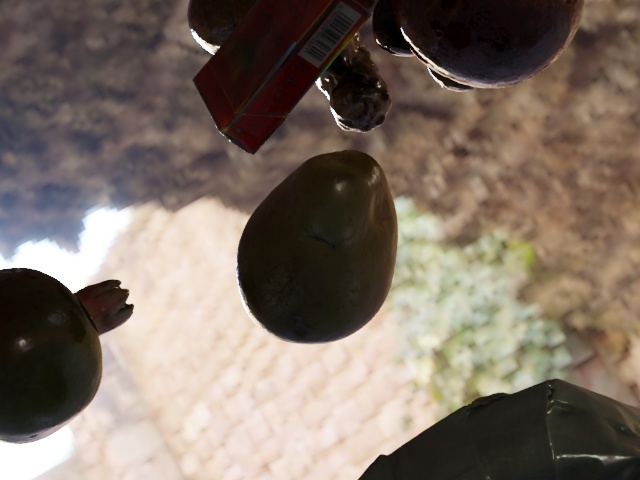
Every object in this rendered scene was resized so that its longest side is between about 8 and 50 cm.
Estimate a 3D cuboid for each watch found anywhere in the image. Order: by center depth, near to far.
[{"bbox_3d":[0.111,0.202,1.020,0.253,0.162,0.241,7,-68,-10],"label":"watch"}]

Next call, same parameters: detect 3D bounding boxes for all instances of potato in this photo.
[{"bbox_3d":[0.000,0.000,1.756,0.157,0.157,0.194,-18,-43,-41],"label":"potato"}]

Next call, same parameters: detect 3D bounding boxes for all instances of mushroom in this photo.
[{"bbox_3d":[-0.032,-0.272,2.132,0.267,0.255,0.267,9,6,-1],"label":"mushroom"}]

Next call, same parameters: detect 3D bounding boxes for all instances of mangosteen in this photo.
[{"bbox_3d":[0.159,-0.259,1.952,0.215,0.215,0.257,-19,-5,-39],"label":"mangosteen"}]

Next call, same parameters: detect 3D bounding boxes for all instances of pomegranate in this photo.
[{"bbox_3d":[-0.275,0.104,1.774,0.209,0.180,0.180,-26,-14,-23],"label":"pomegranate"}]

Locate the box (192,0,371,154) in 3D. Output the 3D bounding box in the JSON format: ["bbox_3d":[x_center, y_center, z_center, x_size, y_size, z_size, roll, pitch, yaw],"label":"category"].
[{"bbox_3d":[-0.037,-0.178,1.676,0.048,0.112,0.175,31,-72,-34],"label":"box"}]
